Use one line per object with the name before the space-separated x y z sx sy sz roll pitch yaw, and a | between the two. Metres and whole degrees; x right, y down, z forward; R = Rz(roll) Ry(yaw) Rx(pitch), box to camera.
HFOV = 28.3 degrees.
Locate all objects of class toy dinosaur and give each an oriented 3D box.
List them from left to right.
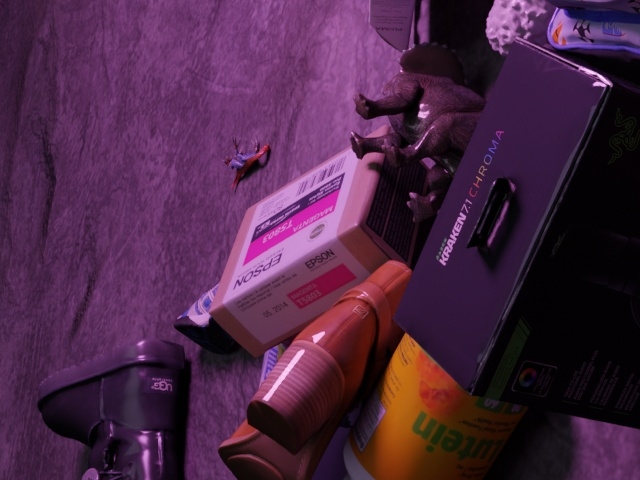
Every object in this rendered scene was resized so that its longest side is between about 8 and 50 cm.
toy dinosaur | -0.101 -0.117 1.839 0.082 0.047 0.090 18 126 51
toy dinosaur | 0.132 -0.111 1.332 0.313 0.160 0.121 50 157 38

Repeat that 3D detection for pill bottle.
pill bottle | 0.106 0.188 1.242 0.245 0.136 0.136 -63 32 21

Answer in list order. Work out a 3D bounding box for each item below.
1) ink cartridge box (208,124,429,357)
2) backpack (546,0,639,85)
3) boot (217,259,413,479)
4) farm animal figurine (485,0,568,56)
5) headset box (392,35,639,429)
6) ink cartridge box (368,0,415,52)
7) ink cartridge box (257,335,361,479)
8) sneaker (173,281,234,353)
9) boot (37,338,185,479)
ink cartridge box | 0.000 0.000 1.438 0.235 0.088 0.193 -30 26 32
backpack | 0.310 -0.260 1.043 0.263 0.213 0.276 -62 28 1
boot | 0.001 0.152 1.317 0.220 0.109 0.283 -46 -20 -31
farm animal figurine | 0.215 -0.394 1.275 0.327 0.172 0.330 -55 36 32
headset box | 0.224 0.004 0.980 0.131 0.283 0.246 45 115 57
ink cartridge box | 0.086 -0.310 1.447 0.232 0.066 0.189 102 175 -68
ink cartridge box | -0.024 0.227 1.481 0.186 0.065 0.311 -160 78 -66
sneaker | -0.131 0.100 1.757 0.211 0.080 0.081 -19 40 54
boot | -0.319 0.406 1.876 0.367 0.146 0.445 -33 55 52
